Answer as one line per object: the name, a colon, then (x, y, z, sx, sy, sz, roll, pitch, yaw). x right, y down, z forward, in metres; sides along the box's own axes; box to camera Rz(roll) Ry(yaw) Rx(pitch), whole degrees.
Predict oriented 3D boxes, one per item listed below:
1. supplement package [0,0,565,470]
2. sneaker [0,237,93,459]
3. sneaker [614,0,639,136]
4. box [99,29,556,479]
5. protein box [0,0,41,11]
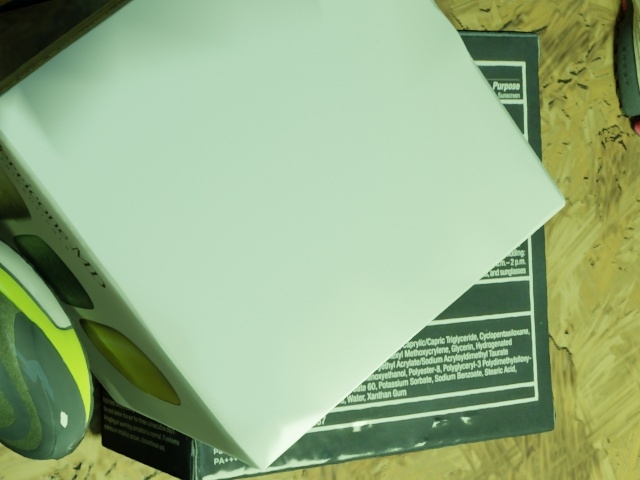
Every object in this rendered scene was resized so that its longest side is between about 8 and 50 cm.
supplement package: (-0.058, -0.036, 0.699, 0.198, 0.263, 0.199, -40, 104, -17)
sneaker: (-0.249, 0.030, 0.648, 0.300, 0.111, 0.121, 34, 46, -10)
sneaker: (0.329, -0.240, 1.213, 0.121, 0.112, 0.299, -18, 99, -30)
box: (0.000, 0.000, 0.978, 0.296, 0.183, 0.294, -3, 92, -30)
protein box: (-0.136, -0.242, 0.883, 0.200, 0.201, 0.136, -21, 101, -29)
